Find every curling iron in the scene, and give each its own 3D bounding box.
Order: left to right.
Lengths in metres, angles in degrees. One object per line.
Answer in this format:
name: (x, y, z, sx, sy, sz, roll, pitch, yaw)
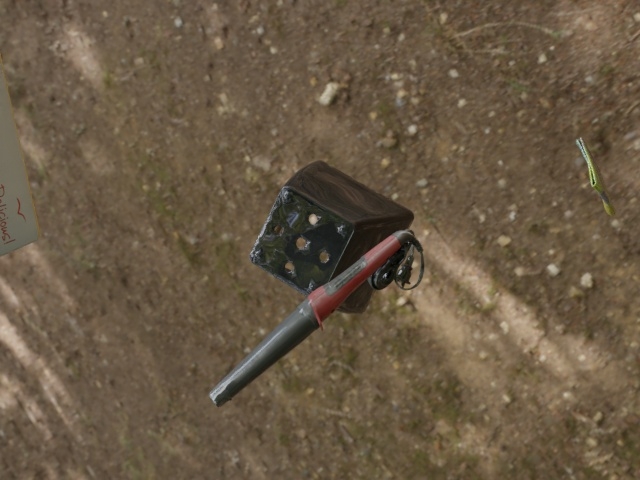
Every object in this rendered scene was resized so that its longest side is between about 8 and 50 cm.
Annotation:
curling iron: (0.004, 0.078, 0.863, 0.035, 0.274, 0.068, 23, 143, 54)

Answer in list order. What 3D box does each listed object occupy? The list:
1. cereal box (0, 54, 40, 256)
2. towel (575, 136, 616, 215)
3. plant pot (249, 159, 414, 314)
cereal box: (-0.245, -0.041, 0.385, 0.047, 0.240, 0.173, 7, 113, 30)
towel: (0.275, -0.062, 0.860, 0.009, 0.083, 0.060, -22, 62, 22)
plant pot: (0.000, 0.000, 1.298, 0.187, 0.167, 0.188, 31, 105, 17)
